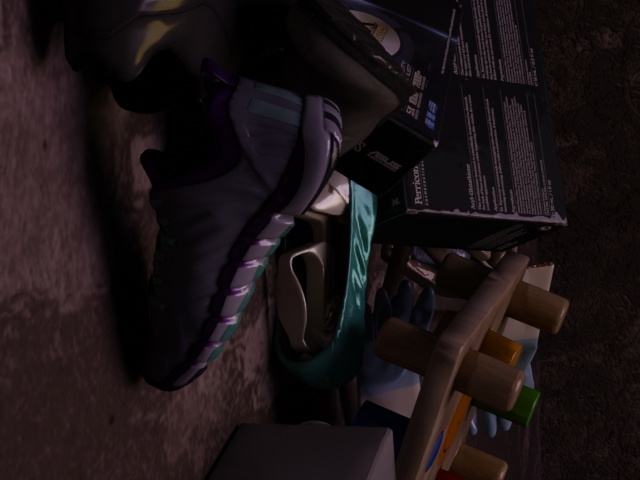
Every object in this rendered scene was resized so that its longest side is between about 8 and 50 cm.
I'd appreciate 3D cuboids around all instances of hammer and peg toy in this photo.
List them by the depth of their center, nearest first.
[{"bbox_3d":[0.098,0.205,1.283,0.266,0.127,0.361,-38,147,-64],"label":"hammer and peg toy"}]

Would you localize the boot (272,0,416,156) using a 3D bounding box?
[{"bbox_3d":[-0.022,-0.068,0.925,0.083,0.161,0.246,48,1,8],"label":"boot"}]

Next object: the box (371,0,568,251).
[{"bbox_3d":[0.110,-0.130,1.306,0.184,0.103,0.261,5,71,-34],"label":"box"}]

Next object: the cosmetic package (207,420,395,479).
[{"bbox_3d":[-0.027,0.225,1.004,0.238,0.127,0.107,-50,138,-65],"label":"cosmetic package"}]

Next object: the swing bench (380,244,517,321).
[{"bbox_3d":[0.121,-0.067,1.486,0.255,0.165,0.253,66,29,-57],"label":"swing bench"}]

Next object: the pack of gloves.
[{"bbox_3d":[0.126,0.114,1.440,0.046,0.195,0.232,-111,-163,-51],"label":"pack of gloves"}]

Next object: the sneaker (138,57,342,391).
[{"bbox_3d":[-0.078,-0.009,0.853,0.224,0.098,0.083,-58,-160,27],"label":"sneaker"}]

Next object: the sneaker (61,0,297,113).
[{"bbox_3d":[-0.083,-0.138,0.866,0.286,0.109,0.130,3,97,-69],"label":"sneaker"}]

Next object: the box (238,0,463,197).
[{"bbox_3d":[0.025,-0.149,1.128,0.077,0.147,0.180,-43,-157,43],"label":"box"}]

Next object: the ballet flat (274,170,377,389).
[{"bbox_3d":[0.000,0.000,1.199,0.087,0.083,0.247,15,73,-59],"label":"ballet flat"}]
